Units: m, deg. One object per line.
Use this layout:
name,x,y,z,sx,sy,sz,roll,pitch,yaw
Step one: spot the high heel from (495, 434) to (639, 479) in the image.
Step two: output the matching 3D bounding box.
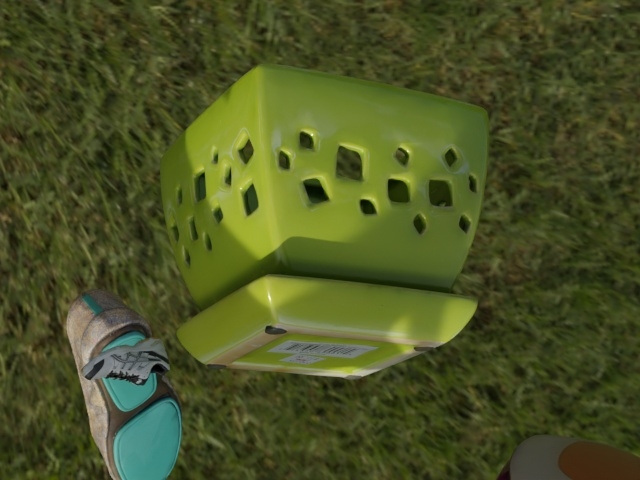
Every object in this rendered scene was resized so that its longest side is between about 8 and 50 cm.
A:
high heel,0.155,0.202,0.532,0.377,0.127,0.181,27,89,-47

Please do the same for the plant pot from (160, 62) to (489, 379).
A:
plant pot,0.000,0.000,1.018,0.228,0.227,0.207,8,70,-26

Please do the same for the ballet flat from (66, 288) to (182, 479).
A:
ballet flat,-0.225,0.166,1.348,0.108,0.106,0.316,-29,143,-26

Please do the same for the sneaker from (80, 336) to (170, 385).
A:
sneaker,-0.164,0.109,1.018,0.083,0.032,0.037,-15,73,-40
